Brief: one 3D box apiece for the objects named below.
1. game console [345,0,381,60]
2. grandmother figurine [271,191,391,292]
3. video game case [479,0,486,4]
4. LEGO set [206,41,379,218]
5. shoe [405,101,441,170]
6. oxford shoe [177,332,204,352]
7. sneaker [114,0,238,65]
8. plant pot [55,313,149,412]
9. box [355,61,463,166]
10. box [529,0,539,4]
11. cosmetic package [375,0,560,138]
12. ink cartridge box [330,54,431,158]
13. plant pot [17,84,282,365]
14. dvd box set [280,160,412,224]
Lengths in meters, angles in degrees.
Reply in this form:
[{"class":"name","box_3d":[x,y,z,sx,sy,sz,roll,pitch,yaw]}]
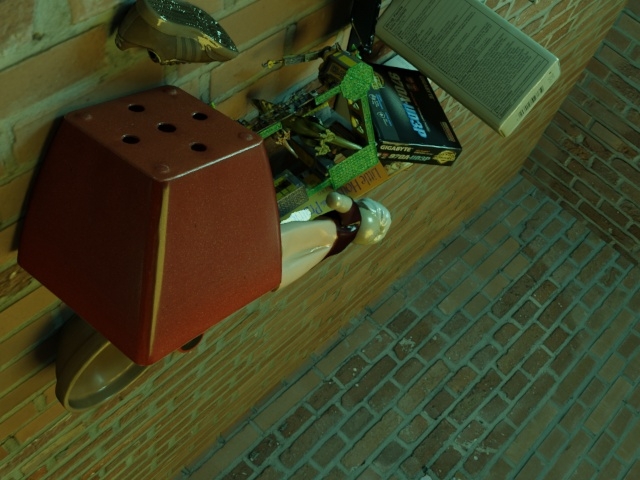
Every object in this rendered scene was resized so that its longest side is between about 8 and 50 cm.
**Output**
[{"class":"game console","box_3d":[0.055,-0.359,1.187,0.107,0.071,0.122,-28,-137,51]},{"class":"grandmother figurine","box_3d":[0.000,0.000,1.229,0.342,0.104,0.208,-20,163,-47]},{"class":"video game case","box_3d":[0.321,-0.514,1.601,0.157,0.019,0.143,-33,159,-43]},{"class":"LEGO set","box_3d":[-0.069,-0.185,1.183,0.331,0.192,0.255,-38,139,-9]},{"class":"shoe","box_3d":[0.249,-0.284,1.907,0.077,0.058,0.219,2,132,-29]},{"class":"oxford shoe","box_3d":[-0.281,0.089,1.371,0.097,0.098,0.271,-26,135,-40]},{"class":"sneaker","box_3d":[-0.178,-0.250,0.897,0.071,0.066,0.188,-36,164,22]},{"class":"plant pot","box_3d":[-0.381,0.181,1.276,0.237,0.110,0.237,-44,164,-16]},{"class":"box","box_3d":[0.144,-0.236,1.340,0.175,0.220,0.051,3,140,-25]},{"class":"box","box_3d":[0.376,-0.580,1.315,0.087,0.169,0.290,-46,163,-4]},{"class":"cosmetic package","box_3d":[0.266,-0.347,1.330,0.160,0.309,0.113,-50,163,12]},{"class":"ink cartridge box","box_3d":[0.125,-0.280,1.517,0.212,0.093,0.154,-39,162,-30]},{"class":"plant pot","box_3d":[-0.212,-0.049,0.952,0.267,0.267,0.235,-31,144,-45]},{"class":"dvd box set","box_3d":[-0.041,-0.051,1.469,0.420,0.062,0.308,-32,-177,-40]}]
